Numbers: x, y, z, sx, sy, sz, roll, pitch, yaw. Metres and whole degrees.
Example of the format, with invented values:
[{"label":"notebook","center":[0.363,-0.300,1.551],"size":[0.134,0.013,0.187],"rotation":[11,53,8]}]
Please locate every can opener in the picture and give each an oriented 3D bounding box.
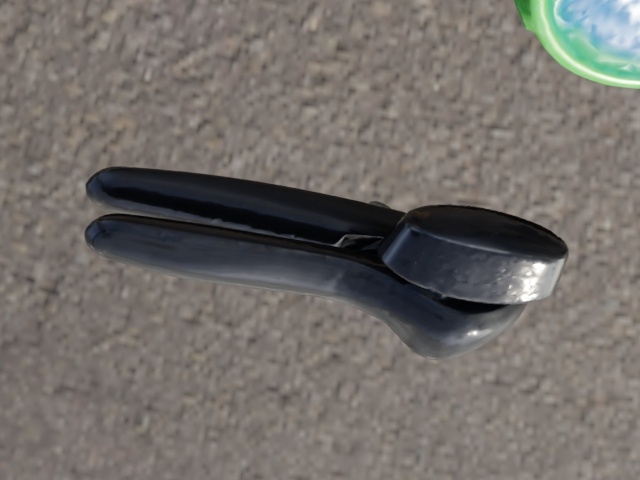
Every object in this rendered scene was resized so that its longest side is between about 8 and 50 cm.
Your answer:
[{"label":"can opener","center":[0.000,0.000,0.695],"size":[0.186,0.059,0.073],"rotation":[11,126,-9]}]

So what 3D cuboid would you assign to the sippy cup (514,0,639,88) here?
[{"label":"sippy cup","center":[0.192,-0.241,0.993],"size":[0.240,0.224,0.305],"rotation":[-18,147,2]}]
